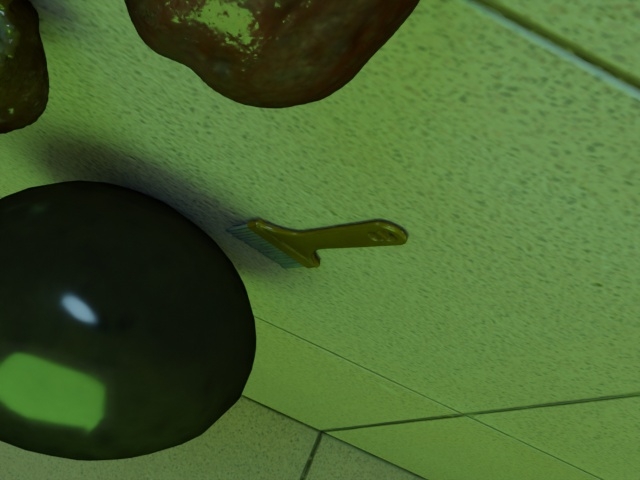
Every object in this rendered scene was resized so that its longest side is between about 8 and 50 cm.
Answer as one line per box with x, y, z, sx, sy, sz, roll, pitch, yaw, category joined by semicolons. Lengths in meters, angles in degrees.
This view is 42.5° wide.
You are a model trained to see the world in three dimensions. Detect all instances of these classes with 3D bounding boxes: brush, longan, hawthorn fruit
0.000;0.000;0.922;0.103;0.013;0.272;34;158;-29;brush
-0.281;0.099;1.017;0.405;0.336;0.404;10;153;5;longan
-0.011;-0.134;0.382;0.149;0.149;0.189;36;161;-33;hawthorn fruit

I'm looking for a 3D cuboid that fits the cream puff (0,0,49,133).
-0.338;-0.181;0.620;0.241;0.154;0.269;21;163;10;cream puff
